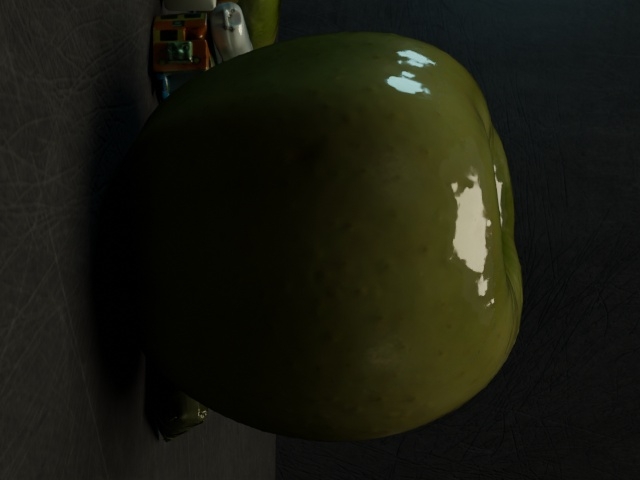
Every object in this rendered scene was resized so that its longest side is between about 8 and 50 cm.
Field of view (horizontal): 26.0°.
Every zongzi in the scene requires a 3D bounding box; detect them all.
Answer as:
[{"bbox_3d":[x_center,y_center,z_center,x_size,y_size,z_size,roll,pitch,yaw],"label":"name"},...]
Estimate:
[{"bbox_3d":[-0.187,0.161,1.680,0.130,0.062,0.154,134,-56,-63],"label":"zongzi"}]

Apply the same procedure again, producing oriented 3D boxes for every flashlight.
[{"bbox_3d":[-0.108,-0.237,1.739,0.200,0.047,0.093,73,7,-74],"label":"flashlight"}]

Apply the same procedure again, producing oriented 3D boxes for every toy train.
[{"bbox_3d":[-0.164,-0.206,1.713,0.188,0.072,0.099,84,0,-71],"label":"toy train"}]

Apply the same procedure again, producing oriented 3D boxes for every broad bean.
[{"bbox_3d":[-0.112,-0.416,2.126,0.291,0.119,0.238,95,-11,-49],"label":"broad bean"}]

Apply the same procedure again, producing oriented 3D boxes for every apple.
[{"bbox_3d":[0.000,0.000,1.476,0.473,0.474,0.473,0,90,-87],"label":"apple"}]

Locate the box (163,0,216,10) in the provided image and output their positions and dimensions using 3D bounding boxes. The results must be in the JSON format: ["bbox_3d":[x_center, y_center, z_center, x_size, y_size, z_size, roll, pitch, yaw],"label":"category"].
[{"bbox_3d":[-0.160,-0.433,1.732,0.168,0.071,0.259,86,6,-54],"label":"box"}]

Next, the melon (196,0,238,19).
[{"bbox_3d":[-0.146,-0.404,1.967,0.160,0.079,0.128,86,0,-45],"label":"melon"}]
